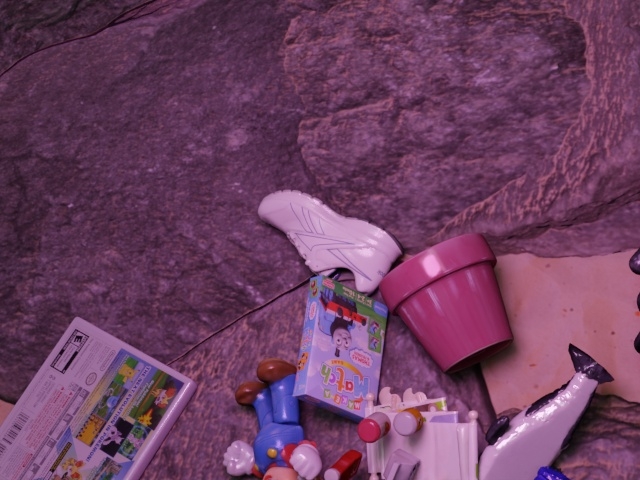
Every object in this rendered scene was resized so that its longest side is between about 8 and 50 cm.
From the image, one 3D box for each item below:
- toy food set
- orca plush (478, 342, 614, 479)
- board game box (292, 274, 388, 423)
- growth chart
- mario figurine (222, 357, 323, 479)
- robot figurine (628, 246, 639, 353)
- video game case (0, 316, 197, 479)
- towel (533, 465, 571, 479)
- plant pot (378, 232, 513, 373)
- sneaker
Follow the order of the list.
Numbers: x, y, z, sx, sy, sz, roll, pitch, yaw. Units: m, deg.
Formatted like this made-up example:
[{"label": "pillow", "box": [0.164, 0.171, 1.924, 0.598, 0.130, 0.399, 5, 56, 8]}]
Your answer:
[{"label": "toy food set", "box": [0.075, 0.366, 1.816, 0.111, 0.104, 0.232, 26, 105, 20]}, {"label": "orca plush", "box": [0.325, 0.285, 1.834, 0.287, 0.151, 0.102, -63, 19, 9]}, {"label": "board game box", "box": [0.036, 0.185, 1.958, 0.039, 0.160, 0.211, -18, 55, 45]}, {"label": "growth chart", "box": [0.158, 0.323, 1.854, 0.237, 0.021, 0.172, 0, 84, 43]}, {"label": "mario figurine", "box": [-0.082, 0.354, 1.896, 0.170, 0.198, 0.320, -14, 55, -2]}, {"label": "robot figurine", "box": [0.606, 0.081, 1.806, 0.278, 0.209, 0.173, -49, 22, -9]}, {"label": "video game case", "box": [-0.426, 0.335, 2.113, 0.300, 0.036, 0.329, 24, 73, 28]}, {"label": "towel", "box": [0.395, 0.482, 1.661, 0.308, 0.076, 0.228, 26, 74, 28]}, {"label": "plant pot", "box": [0.221, 0.113, 1.921, 0.201, 0.201, 0.180, -27, 74, 5]}, {"label": "sneaker", "box": [0.000, 0.000, 2.099, 0.297, 0.111, 0.129, 23, 79, 29]}]
